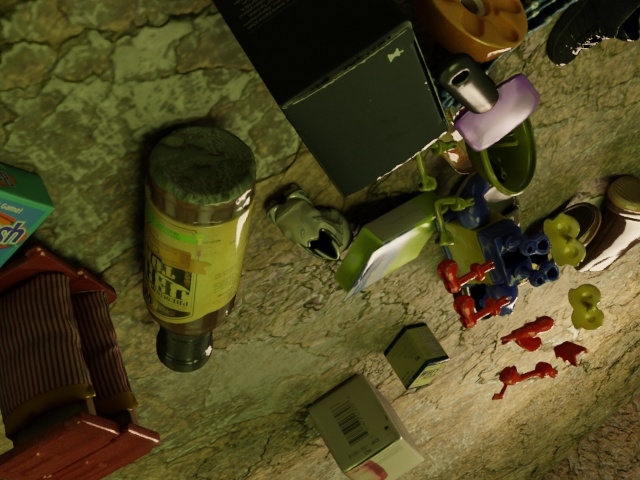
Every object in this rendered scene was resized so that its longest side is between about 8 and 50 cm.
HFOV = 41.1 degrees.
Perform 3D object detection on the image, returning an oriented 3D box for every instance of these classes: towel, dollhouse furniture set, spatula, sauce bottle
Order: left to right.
[{"bbox_3d":[-0.372,0.196,0.884,0.374,0.201,0.152,-31,152,9],"label":"dollhouse furniture set"},{"bbox_3d":[-0.139,0.031,0.937,0.111,0.111,0.344,-18,146,-25],"label":"sauce bottle"},{"bbox_3d":[0.140,-0.120,0.725,0.084,0.030,0.296,-36,170,15],"label":"spatula"},{"bbox_3d":[0.242,-0.241,0.858,0.336,0.040,0.243,-37,-176,8],"label":"towel"}]

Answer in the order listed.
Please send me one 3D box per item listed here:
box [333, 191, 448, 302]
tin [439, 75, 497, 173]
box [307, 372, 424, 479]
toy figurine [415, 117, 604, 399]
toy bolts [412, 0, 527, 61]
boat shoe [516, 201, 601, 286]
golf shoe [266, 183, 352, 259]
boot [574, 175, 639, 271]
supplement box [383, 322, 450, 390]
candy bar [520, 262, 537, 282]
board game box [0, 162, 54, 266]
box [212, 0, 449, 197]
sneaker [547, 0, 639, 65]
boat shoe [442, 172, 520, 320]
[{"bbox_3d":[0.091,0.006,1.150,0.178,0.042,0.109,-28,155,-44],"label":"box"},{"bbox_3d":[0.188,-0.146,1.071,0.106,0.040,0.189,-43,150,9],"label":"tin"},{"bbox_3d":[0.090,0.372,1.630,0.126,0.149,0.232,-33,150,1],"label":"box"},{"bbox_3d":[0.188,-0.001,1.100,0.191,0.217,0.363,-28,107,-17],"label":"toy figurine"},{"bbox_3d":[0.154,-0.277,0.675,0.228,0.218,0.158,-18,162,-38],"label":"toy bolts"},{"bbox_3d":[0.385,0.010,1.455,0.207,0.073,0.073,-44,151,18],"label":"boat shoe"},{"bbox_3d":[0.000,0.000,1.054,0.069,0.086,0.176,-43,151,13],"label":"golf shoe"},{"bbox_3d":[0.534,-0.013,1.547,0.248,0.090,0.207,-2,136,-48],"label":"boot"},{"bbox_3d":[0.172,0.208,1.530,0.056,0.083,0.083,-6,141,-39],"label":"supplement box"},{"bbox_3d":[0.263,0.045,1.278,0.161,0.018,0.040,4,132,-41],"label":"candy bar"},{"bbox_3d":[-0.363,0.007,0.747,0.210,0.047,0.160,-44,149,16],"label":"board game box"},{"bbox_3d":[-0.005,-0.164,0.678,0.108,0.207,0.153,-33,150,4],"label":"box"},{"bbox_3d":[0.333,-0.254,0.995,0.051,0.089,0.170,-14,145,-30],"label":"sneaker"},{"bbox_3d":[0.259,0.010,1.309,0.112,0.096,0.335,-25,150,-14],"label":"boat shoe"}]
